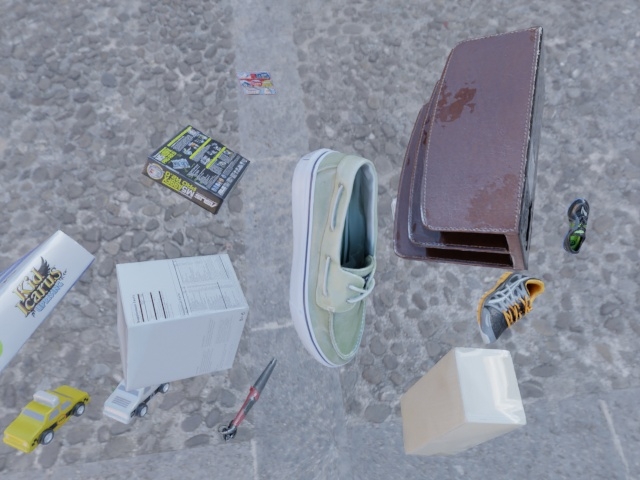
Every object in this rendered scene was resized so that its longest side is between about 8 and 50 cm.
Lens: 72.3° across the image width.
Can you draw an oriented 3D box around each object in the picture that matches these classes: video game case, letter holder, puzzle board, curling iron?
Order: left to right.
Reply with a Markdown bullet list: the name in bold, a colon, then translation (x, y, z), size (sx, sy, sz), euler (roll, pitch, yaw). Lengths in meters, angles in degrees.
- **video game case**: translation (-0.438, 0.126, 0.550), size (0.269, 0.061, 0.244), euler (-21, 33, 34)
- **curling iron**: translation (-0.186, 0.410, 1.162), size (0.035, 0.068, 0.274), euler (53, 38, -14)
- **puzzle board**: translation (-0.227, -0.555, 1.552), size (0.128, 0.096, 0.011), euler (6, 56, 16)
- **letter holder**: translation (0.204, -0.128, 0.657), size (0.214, 0.152, 0.302), euler (4, 72, 30)

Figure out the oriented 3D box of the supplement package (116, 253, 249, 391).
- **supplement package**: translation (-0.268, 0.150, 0.830), size (0.203, 0.194, 0.149), euler (-5, 44, -30)

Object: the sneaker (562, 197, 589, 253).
- **sneaker**: translation (0.837, -0.043, 1.420), size (0.067, 0.078, 0.188), euler (3, 108, 7)

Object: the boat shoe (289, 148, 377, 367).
- **boat shoe**: translation (0.023, 0.037, 0.564), size (0.109, 0.302, 0.094), euler (-20, 23, -37)

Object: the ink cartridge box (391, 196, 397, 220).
- **ink cartridge box**: translation (0.295, -0.045, 1.074), size (0.212, 0.093, 0.154), euler (-7, 98, 25)

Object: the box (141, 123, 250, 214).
- **box**: translation (-0.333, -0.206, 1.225), size (0.216, 0.060, 0.270), euler (29, 31, -10)

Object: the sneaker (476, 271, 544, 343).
- **sneaker**: translation (0.399, 0.136, 0.925), size (0.083, 0.084, 0.215), euler (1, 34, 48)

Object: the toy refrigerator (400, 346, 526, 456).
- **toy refrigerator**: translation (0.213, 0.267, 0.697), size (0.094, 0.269, 0.102), euler (5, 55, -5)

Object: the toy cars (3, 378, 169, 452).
- **toy cars**: translation (-0.571, 0.397, 1.115), size (0.393, 0.087, 0.176), euler (-8, 28, -30)
